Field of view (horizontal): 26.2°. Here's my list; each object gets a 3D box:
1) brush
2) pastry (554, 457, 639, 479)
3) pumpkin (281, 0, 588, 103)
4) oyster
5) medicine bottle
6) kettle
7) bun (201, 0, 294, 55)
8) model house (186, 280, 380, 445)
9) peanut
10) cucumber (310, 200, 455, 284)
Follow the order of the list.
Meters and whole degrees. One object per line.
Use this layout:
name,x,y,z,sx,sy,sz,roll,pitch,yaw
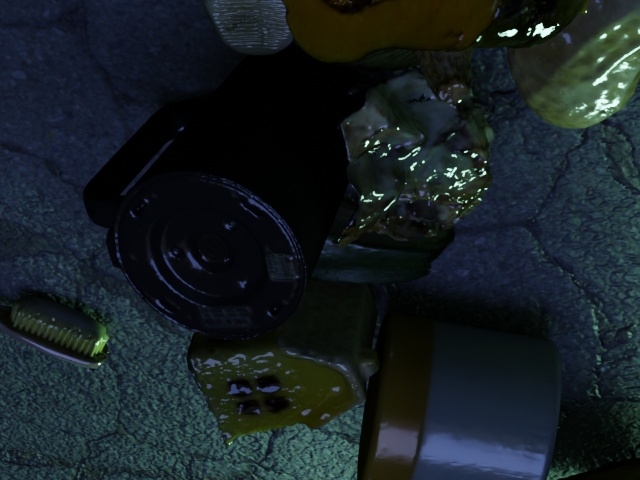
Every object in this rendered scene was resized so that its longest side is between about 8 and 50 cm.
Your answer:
brush,-0.438,0.091,1.918,0.313,0.072,0.067,21,113,-7
pastry,0.382,0.451,1.901,0.409,0.245,0.409,-19,173,-2
pumpkin,0.107,-0.240,1.307,0.317,0.139,0.222,-5,99,46
oyster,0.122,-0.080,1.488,0.107,0.354,0.201,24,103,23
medicine bottle,0.178,0.227,1.802,0.232,0.238,0.238,10,137,-1
kettle,-0.092,-0.054,1.493,0.262,0.308,0.203,-27,112,33
bun,-0.070,-0.255,1.470,0.115,0.069,0.115,6,138,6
model house,-0.030,0.142,1.780,0.234,0.193,0.175,-5,124,13
peanut,0.283,-0.241,1.360,0.174,0.158,0.340,-9,154,-36
cucumber,-0.001,0.003,1.707,0.325,0.105,0.145,14,136,-7
